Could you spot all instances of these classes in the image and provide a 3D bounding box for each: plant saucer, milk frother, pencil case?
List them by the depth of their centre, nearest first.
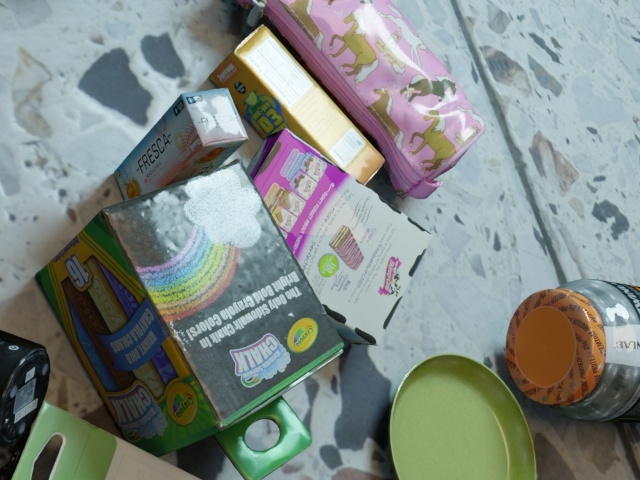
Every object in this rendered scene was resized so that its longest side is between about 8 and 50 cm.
[{"bbox_3d":[-0.317,0.145,0.807,0.134,0.129,0.143,16,88,9],"label":"milk frother"},{"bbox_3d":[0.172,0.262,1.146,0.241,0.037,0.241,16,60,-30],"label":"plant saucer"},{"bbox_3d":[0.054,-0.238,1.213,0.167,0.160,0.386,-42,99,-1],"label":"pencil case"}]

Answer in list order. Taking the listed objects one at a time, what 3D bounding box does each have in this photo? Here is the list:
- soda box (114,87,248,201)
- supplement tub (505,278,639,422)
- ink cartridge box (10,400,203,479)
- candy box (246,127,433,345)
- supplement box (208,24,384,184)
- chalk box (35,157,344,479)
[{"bbox_3d":[-0.152,-0.089,0.972,0.058,0.183,0.063,-15,78,-40],"label":"soda box"},{"bbox_3d":[0.423,0.157,1.277,0.316,0.193,0.194,8,65,-34],"label":"supplement tub"},{"bbox_3d":[-0.199,0.245,0.846,0.209,0.062,0.109,36,52,-28],"label":"ink cartridge box"},{"bbox_3d":[0.000,0.000,1.089,0.233,0.071,0.159,35,73,-18],"label":"candy box"},{"bbox_3d":[-0.030,-0.154,1.163,0.233,0.078,0.080,49,52,-7],"label":"supplement box"},{"bbox_3d":[-0.116,0.099,0.918,0.180,0.179,0.289,-26,87,-42],"label":"chalk box"}]
